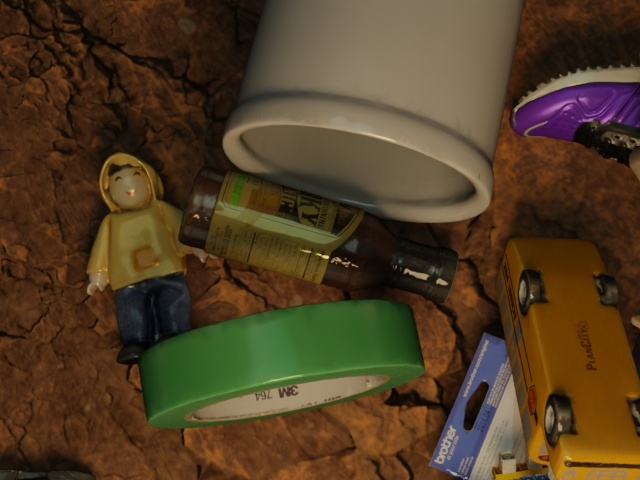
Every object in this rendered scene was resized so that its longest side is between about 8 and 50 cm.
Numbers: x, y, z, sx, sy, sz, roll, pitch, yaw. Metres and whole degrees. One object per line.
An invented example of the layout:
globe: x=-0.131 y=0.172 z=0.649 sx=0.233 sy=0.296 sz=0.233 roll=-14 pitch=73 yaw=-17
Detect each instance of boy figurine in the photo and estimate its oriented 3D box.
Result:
boy figurine: x=-0.224 y=0.015 z=1.423 sx=0.177 sy=0.092 sz=0.285 roll=-10 pitch=79 yaw=8

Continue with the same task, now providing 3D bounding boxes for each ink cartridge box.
ink cartridge box: x=0.307 y=0.252 z=1.306 sx=0.311 sy=0.065 sz=0.185 roll=22 pitch=81 yaw=9

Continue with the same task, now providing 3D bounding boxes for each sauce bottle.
sauce bottle: x=0.000 y=0.000 z=1.366 sx=0.344 sy=0.111 sz=0.111 roll=15 pitch=79 yaw=-4

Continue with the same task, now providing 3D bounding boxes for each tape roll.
tape roll: x=-0.044 y=0.147 z=1.246 sx=0.321 sy=0.321 sz=0.077 roll=-13 pitch=75 yaw=5

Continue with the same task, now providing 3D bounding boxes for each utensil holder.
utensil holder: x=0.079 y=-0.254 z=1.325 sx=0.328 sy=0.327 sz=0.385 roll=10 pitch=76 yaw=10

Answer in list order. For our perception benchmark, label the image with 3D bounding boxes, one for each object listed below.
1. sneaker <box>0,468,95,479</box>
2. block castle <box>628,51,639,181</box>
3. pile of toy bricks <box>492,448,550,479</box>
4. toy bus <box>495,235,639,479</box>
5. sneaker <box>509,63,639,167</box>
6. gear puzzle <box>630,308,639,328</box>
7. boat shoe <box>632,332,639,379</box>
sneaker: x=-0.373 y=0.336 z=1.373 sx=0.170 sy=0.051 sz=0.089 roll=2 pitch=69 yaw=-3
block castle: x=0.547 y=-0.251 z=1.248 sx=0.303 sy=0.213 sz=0.453 roll=15 pitch=73 yaw=-17
pile of toy bricks: x=0.309 y=0.296 z=1.226 sx=0.212 sy=0.118 sz=0.105 roll=-6 pitch=116 yaw=-5
toy bus: x=0.277 y=0.135 z=1.218 sx=0.108 sy=0.130 sz=0.332 roll=4 pitch=45 yaw=-6
sneaker: x=0.390 y=-0.139 z=1.365 sx=0.293 sy=0.102 sz=0.146 roll=-8 pitch=77 yaw=6
gear puzzle: x=0.512 y=0.056 z=1.231 sx=0.339 sy=0.044 sz=0.175 roll=-26 pitch=47 yaw=-39
boat shoe: x=0.448 y=0.203 z=1.215 sx=0.127 sy=0.340 sz=0.158 roll=-36 pitch=107 yaw=28
